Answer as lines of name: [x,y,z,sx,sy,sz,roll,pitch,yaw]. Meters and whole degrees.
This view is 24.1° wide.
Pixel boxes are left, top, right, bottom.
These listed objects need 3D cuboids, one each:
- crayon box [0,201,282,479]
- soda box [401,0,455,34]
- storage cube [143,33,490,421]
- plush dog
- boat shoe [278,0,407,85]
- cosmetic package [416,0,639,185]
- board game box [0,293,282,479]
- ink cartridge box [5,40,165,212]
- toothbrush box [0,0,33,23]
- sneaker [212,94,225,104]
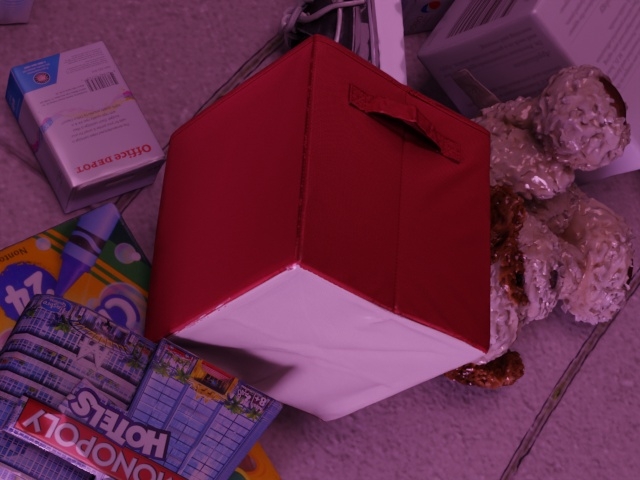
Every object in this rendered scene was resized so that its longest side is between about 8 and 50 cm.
crayon box: [-0.165,0.154,1.106,0.203,0.083,0.323,-27,81,-33]
soda box: [0.069,-0.308,1.453,0.074,0.069,0.216,-13,70,-26]
storage cube: [0.000,0.000,1.119,0.184,0.215,0.193,26,52,-32]
plush dog: [0.143,-0.001,1.258,0.211,0.262,0.225,9,46,21]
boat shoe: [0.015,-0.182,1.350,0.105,0.113,0.306,-2,79,-7]
cosmetic package: [0.220,-0.164,1.354,0.183,0.151,0.151,49,55,-21]
board game box: [-0.150,0.155,1.026,0.194,0.060,0.194,29,56,-11]
ink cartridge box: [-0.198,-0.095,1.258,0.088,0.052,0.122,-21,72,-27]
toothbrush box: [-0.371,-0.271,1.190,0.295,0.216,0.126,-8,67,-24]
sneaker: [-0.075,-0.053,1.276,0.073,0.063,0.162,-4,66,-18]
